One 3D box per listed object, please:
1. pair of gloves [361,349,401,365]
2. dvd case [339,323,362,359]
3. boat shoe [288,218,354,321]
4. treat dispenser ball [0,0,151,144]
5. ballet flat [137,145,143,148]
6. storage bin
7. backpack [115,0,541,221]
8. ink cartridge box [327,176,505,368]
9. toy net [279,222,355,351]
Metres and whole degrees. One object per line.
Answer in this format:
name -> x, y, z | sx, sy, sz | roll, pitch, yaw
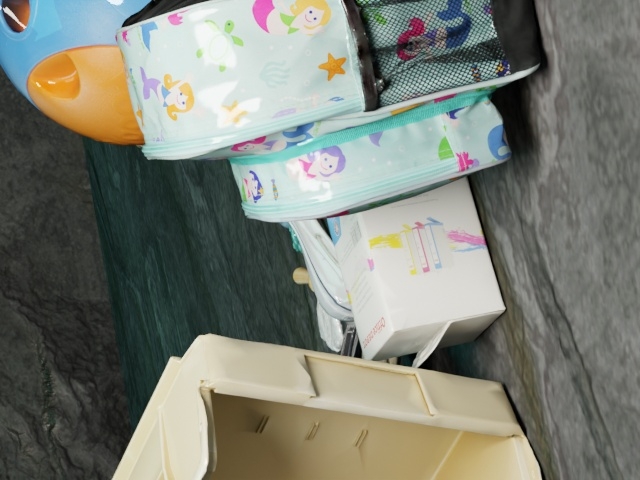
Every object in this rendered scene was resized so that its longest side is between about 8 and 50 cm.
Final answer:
pair of gloves -> 0.039, 0.166, 1.487 | 0.204, 0.042, 0.240 | -78, -7, -52
dvd case -> 0.016, 0.209, 1.563 | 0.164, 0.018, 0.221 | 84, -164, -52
boat shoe -> 0.006, -0.041, 1.581 | 0.226, 0.083, 0.076 | 62, 148, 19
treat dispenser ball -> -0.175, -0.234, 1.687 | 0.288, 0.288, 0.288 | 170, 90, -76
ballet flat -> -0.212, -0.295, 2.007 | 0.164, 0.182, 0.483 | 105, 152, -53
storage bin -> -0.012, 0.211, 1.284 | 0.260, 0.262, 0.123 | -62, 29, 32
backpack -> -0.003, -0.111, 1.177 | 0.225, 0.253, 0.191 | -167, 68, -74
ink cartridge box -> 0.070, 0.023, 1.313 | 0.092, 0.090, 0.143 | 120, 136, -69
toy net -> 0.000, 0.000, 1.676 | 0.122, 0.045, 0.232 | 98, 156, -46
